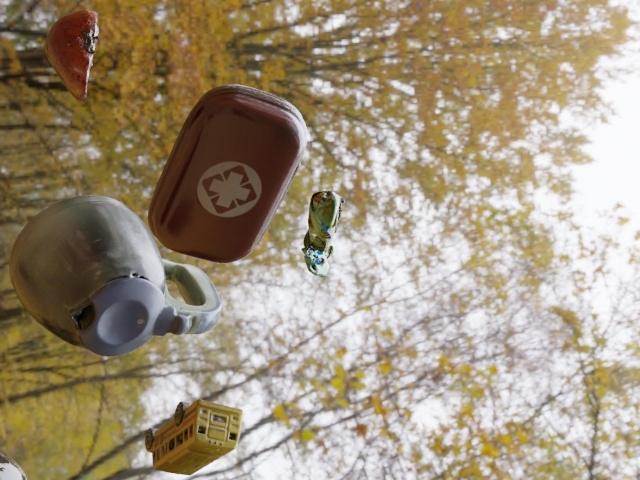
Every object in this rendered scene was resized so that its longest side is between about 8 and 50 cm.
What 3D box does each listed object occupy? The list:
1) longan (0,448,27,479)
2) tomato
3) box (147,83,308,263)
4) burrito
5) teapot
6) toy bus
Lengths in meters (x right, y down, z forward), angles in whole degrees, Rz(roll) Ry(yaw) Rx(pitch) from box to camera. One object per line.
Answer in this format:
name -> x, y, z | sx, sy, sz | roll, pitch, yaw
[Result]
longan -> -0.514, 0.360, 1.163 | 0.196, 0.220, 0.196 | -13, -111, 37
tomato -> -0.512, -0.381, 1.746 | 0.173, 0.099, 0.189 | 156, -58, -66
box -> -0.194, -0.129, 1.778 | 0.404, 0.263, 0.108 | -62, -153, 26
burrito -> 0.000, 0.000, 1.321 | 0.288, 0.054, 0.104 | 105, -3, -79
teapot -> -0.156, 0.044, 0.657 | 0.111, 0.149, 0.108 | -45, -133, -1
toy bus -> -0.294, 0.451, 1.934 | 0.335, 0.121, 0.123 | -42, -141, 49
